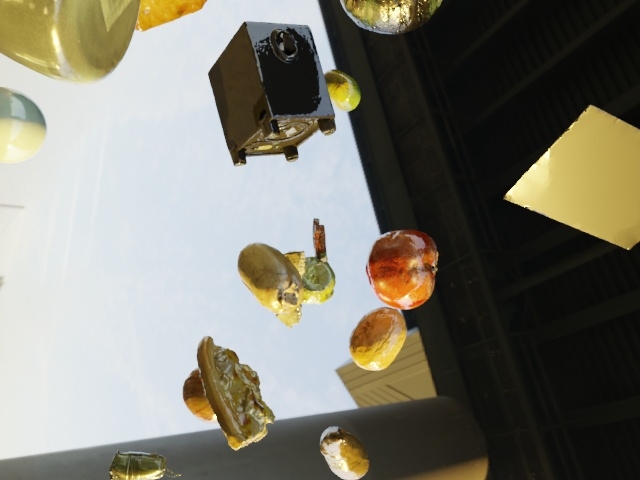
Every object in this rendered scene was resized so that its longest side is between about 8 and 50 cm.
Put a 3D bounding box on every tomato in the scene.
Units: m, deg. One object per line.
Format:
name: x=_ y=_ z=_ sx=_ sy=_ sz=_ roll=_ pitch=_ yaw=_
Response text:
tomato: x=0.218 y=0.077 z=1.493 sx=0.188 sy=0.232 sz=0.232 roll=8 pitch=-87 yaw=19

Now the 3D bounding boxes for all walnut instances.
walnut: x=0.172 y=0.291 z=1.650 sx=0.206 sy=0.159 sz=0.159 roll=-54 pitch=-140 yaw=2

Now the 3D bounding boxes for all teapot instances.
teapot: x=-0.384 y=-0.373 z=0.680 sx=0.223 sy=0.285 sz=0.305 roll=140 pitch=-35 yaw=-88

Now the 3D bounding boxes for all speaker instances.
speaker: x=-0.111 y=-0.325 z=1.254 sx=0.232 sy=0.184 sz=0.254 roll=-25 pitch=-101 yaw=55

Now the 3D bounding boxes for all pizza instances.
pizza: x=-0.193 y=0.368 z=1.319 sx=0.089 sy=0.223 sz=0.323 roll=-39 pitch=-135 yaw=6

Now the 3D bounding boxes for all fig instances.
fig: x=-0.298 y=0.441 z=1.597 sx=0.207 sy=0.175 sz=0.175 roll=-27 pitch=-116 yaw=46

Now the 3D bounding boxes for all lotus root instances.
lotus root: x=-0.148 y=0.097 z=1.575 sx=0.146 sy=0.160 sz=0.284 roll=-40 pitch=-138 yaw=-9

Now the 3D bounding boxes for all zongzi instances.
zongzi: x=-0.397 y=0.528 z=1.244 sx=0.062 sy=0.154 sz=0.130 roll=-98 pitch=-158 yaw=-48

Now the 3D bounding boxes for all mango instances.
mango: x=0.048 y=-0.413 z=1.517 sx=0.085 sy=0.122 sz=0.191 roll=-53 pitch=-158 yaw=1

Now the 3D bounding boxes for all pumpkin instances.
pumpkin: x=0.139 y=-0.523 z=1.085 sx=0.233 sy=0.163 sz=0.233 roll=-2 pitch=-100 yaw=11

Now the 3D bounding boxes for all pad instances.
pad: x=0.593 y=-0.111 z=1.115 sx=0.007 sy=0.367 sz=0.247 roll=-91 pitch=-154 yaw=-44

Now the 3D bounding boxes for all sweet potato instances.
sweet potato: x=0.070 y=0.656 z=1.716 sx=0.130 sy=0.130 sz=0.422 roll=60 pitch=-6 yaw=39

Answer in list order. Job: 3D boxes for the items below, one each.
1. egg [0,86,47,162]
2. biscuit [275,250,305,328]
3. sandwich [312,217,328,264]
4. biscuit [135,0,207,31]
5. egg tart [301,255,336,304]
egg: x=-0.783 y=-0.287 z=1.360 sx=0.264 sy=0.183 sz=0.183 roll=26 pitch=-72 yaw=47
biscuit: x=-0.120 y=0.154 z=1.780 sx=0.141 sy=0.038 sz=0.290 roll=16 pitch=-65 yaw=26
sandwich: x=0.000 y=0.005 z=1.042 sx=0.101 sy=0.026 sz=0.069 roll=-102 pitch=-170 yaw=-65
biscuit: x=-0.320 y=-0.555 z=0.997 sx=0.046 sy=0.359 sz=0.359 roll=53 pitch=-51 yaw=30
egg tart: x=-0.028 y=0.142 z=2.061 sx=0.078 sy=0.197 sz=0.197 roll=116 pitch=-34 yaw=-64
